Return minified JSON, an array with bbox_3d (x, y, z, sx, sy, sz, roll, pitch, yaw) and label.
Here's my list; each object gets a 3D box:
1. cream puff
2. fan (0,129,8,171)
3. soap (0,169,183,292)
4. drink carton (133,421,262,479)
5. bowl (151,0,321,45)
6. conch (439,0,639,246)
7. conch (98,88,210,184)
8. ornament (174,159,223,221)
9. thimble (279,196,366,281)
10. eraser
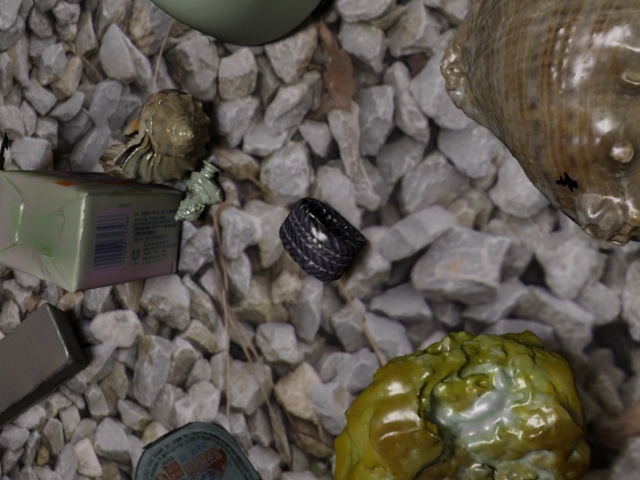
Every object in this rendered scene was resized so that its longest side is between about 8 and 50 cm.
[{"bbox_3d":[0.145,0.206,0.610,0.281,0.185,0.282,0,111,0],"label":"cream puff"},{"bbox_3d":[-0.509,-0.088,0.895,0.310,0.010,0.182,24,103,62],"label":"fan"},{"bbox_3d":[-0.333,-0.022,0.817,0.182,0.199,0.139,13,101,25],"label":"soap"},{"bbox_3d":[-0.203,0.391,0.800,0.191,0.185,0.190,50,122,13],"label":"drink carton"},{"bbox_3d":[-0.146,-0.429,0.680,0.353,0.185,0.354,8,105,33],"label":"bowl"},{"bbox_3d":[0.256,-0.144,0.505,0.352,0.210,0.297,14,120,26],"label":"conch"},{"bbox_3d":[-0.248,-0.145,0.805,0.207,0.155,0.130,12,117,42],"label":"conch"},{"bbox_3d":[-0.177,-0.071,0.829,0.068,0.041,0.093,2,83,21],"label":"ornament"},{"bbox_3d":[-0.002,-0.001,0.719,0.104,0.095,0.066,39,110,3],"label":"thimble"},{"bbox_3d":[-0.531,0.235,0.991,0.352,0.077,0.111,-35,75,23],"label":"eraser"}]
